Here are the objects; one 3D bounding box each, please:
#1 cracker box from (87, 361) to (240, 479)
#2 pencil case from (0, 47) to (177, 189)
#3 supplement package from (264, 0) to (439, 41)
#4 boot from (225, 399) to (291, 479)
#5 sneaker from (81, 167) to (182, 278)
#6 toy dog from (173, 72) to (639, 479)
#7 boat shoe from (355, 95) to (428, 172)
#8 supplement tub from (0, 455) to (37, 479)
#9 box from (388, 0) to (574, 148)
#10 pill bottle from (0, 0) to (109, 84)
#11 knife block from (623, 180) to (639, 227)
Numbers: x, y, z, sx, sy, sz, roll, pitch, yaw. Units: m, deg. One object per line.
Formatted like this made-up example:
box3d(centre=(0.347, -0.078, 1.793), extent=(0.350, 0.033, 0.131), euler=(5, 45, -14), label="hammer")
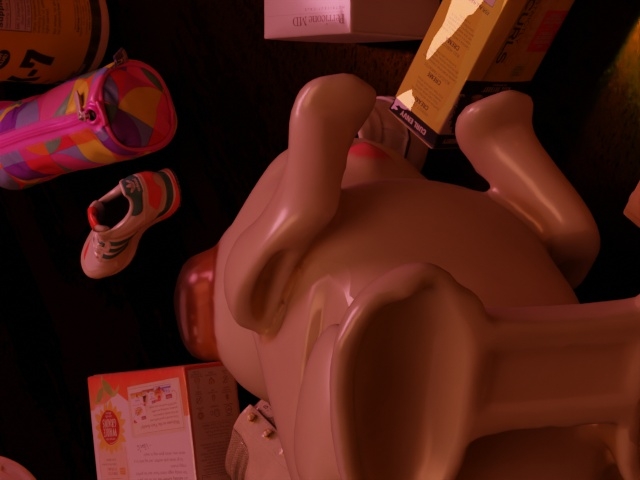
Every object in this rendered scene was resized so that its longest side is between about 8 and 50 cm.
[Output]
box3d(centre=(-0.139, 0.235, 1.539), extent=(0.156, 0.067, 0.232), euler=(-10, 84, 47), label="cracker box")
box3d(centre=(-0.244, -0.112, 1.603), extent=(0.236, 0.104, 0.104), euler=(-13, 83, 47), label="pencil case")
box3d(centre=(0.025, -0.250, 1.315), extent=(0.105, 0.105, 0.179), euler=(3, 95, 45), label="supplement package")
box3d(centre=(0.002, 0.185, 1.385), extent=(0.165, 0.077, 0.213), euler=(55, 131, 31), label="boot")
box3d(centre=(-0.204, -0.017, 1.585), extent=(0.161, 0.075, 0.057), euler=(-41, 63, 39), label="sneaker")
box3d(centre=(0.065, 0.074, 1.138), extent=(0.408, 0.285, 0.395), euler=(-133, 37, -56), label="toy dog")
box3d(centre=(0.000, 0.000, 1.366), extent=(0.096, 0.088, 0.267), euler=(49, 124, 32), label="boat shoe")
box3d(centre=(-0.380, 0.327, 1.757), extent=(0.117, 0.117, 0.190), euler=(55, 128, 29), label="supplement tub")
box3d(centre=(0.140, -0.178, 1.216), extent=(0.058, 0.087, 0.232), euler=(44, 121, 32), label="box")
box3d(centre=(-0.322, -0.213, 1.601), extent=(0.119, 0.208, 0.119), euler=(3, 94, 46), label="pill bottle")
box3d(centre=(0.324, -0.006, 1.033), extent=(0.242, 0.088, 0.275), euler=(43, 121, 35), label="knife block")
